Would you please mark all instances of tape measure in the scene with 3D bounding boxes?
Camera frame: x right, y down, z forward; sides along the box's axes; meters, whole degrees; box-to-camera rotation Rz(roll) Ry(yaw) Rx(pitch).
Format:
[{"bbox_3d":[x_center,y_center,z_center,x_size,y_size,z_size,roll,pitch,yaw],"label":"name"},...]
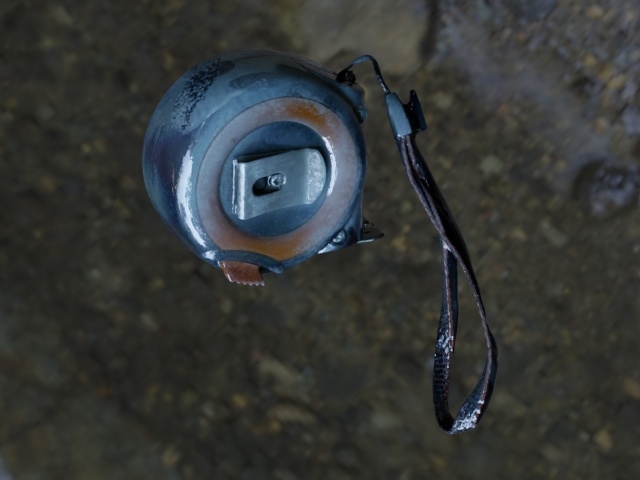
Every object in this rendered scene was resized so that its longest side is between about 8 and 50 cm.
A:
[{"bbox_3d":[0.001,-0.003,0.776,0.180,0.107,0.104,55,149,42],"label":"tape measure"}]
